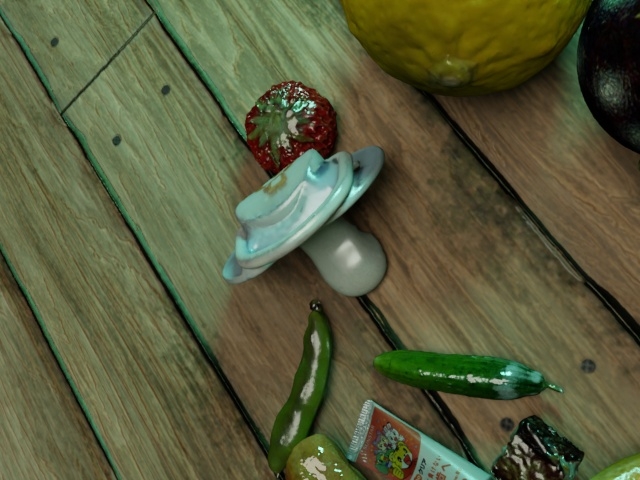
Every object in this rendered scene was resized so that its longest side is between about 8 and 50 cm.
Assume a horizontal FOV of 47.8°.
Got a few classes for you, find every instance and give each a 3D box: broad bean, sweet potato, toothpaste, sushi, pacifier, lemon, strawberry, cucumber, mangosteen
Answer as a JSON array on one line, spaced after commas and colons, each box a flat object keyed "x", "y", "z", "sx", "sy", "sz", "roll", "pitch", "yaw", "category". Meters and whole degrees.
[{"x": -0.023, "y": 0.212, "z": 1.012, "sx": 0.065, "sy": 0.046, "sz": 0.255, "roll": 15, "pitch": 89, "yaw": 32, "category": "broad bean"}, {"x": 0.044, "y": 0.372, "z": 0.945, "sx": 0.097, "sy": 0.097, "sz": 0.252, "roll": -40, "pitch": 75, "yaw": 15, "category": "sweet potato"}, {"x": 0.141, "y": 0.294, "z": 0.929, "sx": 0.234, "sy": 0.057, "sz": 0.089, "roll": 22, "pitch": 97, "yaw": 33, "category": "toothpaste"}, {"x": 0.258, "y": 0.258, "z": 0.849, "sx": 0.084, "sy": 0.094, "sz": 0.098, "roll": 40, "pitch": 118, "yaw": 24, "category": "sushi"}, {"x": 0.000, "y": 0.000, "z": 0.977, "sx": 0.279, "sy": 0.227, "sz": 0.207, "roll": -36, "pitch": 111, "yaw": 17, "category": "pacifier"}, {"x": 0.169, "y": -0.337, "z": 0.849, "sx": 0.336, "sy": 0.336, "sz": 0.336, "roll": -3, "pitch": 83, "yaw": 24, "category": "lemon"}, {"x": -0.046, "y": -0.165, "z": 1.045, "sx": 0.145, "sy": 0.086, "sz": 0.145, "roll": -2, "pitch": 86, "yaw": 30, "category": "strawberry"}, {"x": 0.179, "y": 0.170, "z": 0.920, "sx": 0.250, "sy": 0.056, "sz": 0.056, "roll": 2, "pitch": 85, "yaw": 25, "category": "cucumber"}, {"x": 0.408, "y": -0.183, "z": 0.745, "sx": 0.288, "sy": 0.288, "sz": 0.288, "roll": -3, "pitch": 83, "yaw": 24, "category": "mangosteen"}]

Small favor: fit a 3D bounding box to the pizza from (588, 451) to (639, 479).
[{"x": 0.386, "y": 0.301, "z": 0.778, "sx": 0.182, "sy": 0.062, "sz": 0.161, "roll": -26, "pitch": 59, "yaw": -10, "category": "pizza"}]
